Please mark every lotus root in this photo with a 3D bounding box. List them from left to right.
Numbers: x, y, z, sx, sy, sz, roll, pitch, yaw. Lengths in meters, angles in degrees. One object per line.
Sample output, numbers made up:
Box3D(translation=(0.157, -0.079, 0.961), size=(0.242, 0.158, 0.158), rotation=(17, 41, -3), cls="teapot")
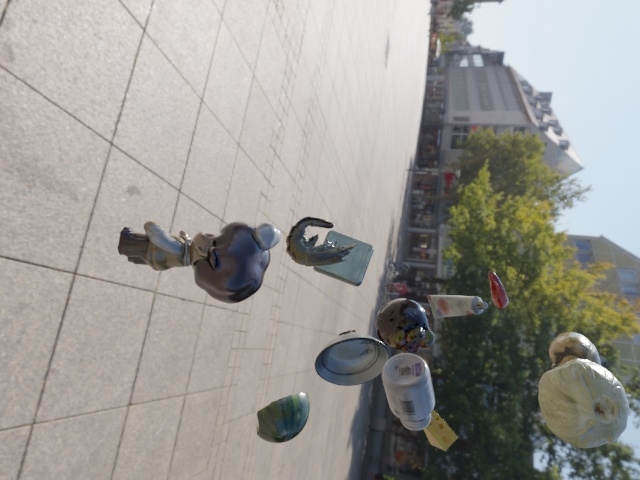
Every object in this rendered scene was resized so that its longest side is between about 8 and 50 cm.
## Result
Box3D(translation=(1.003, 0.452, 1.697), size=(0.310, 0.182, 0.183), rotation=(-5, 100, -62), cls="lotus root")

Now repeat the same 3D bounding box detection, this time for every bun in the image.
Box3D(translation=(0.718, 0.452, 1.163), size=(0.153, 0.243, 0.244), rotation=(-114, -153, -84), cls="bun")

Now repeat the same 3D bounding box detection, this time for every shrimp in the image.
Box3D(translation=(-0.001, 0.000, 1.427), size=(0.058, 0.253, 0.173), rotation=(-16, -94, 64), cls="shrimp")

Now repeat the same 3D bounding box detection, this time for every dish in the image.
Box3D(translation=(0.128, 0.477, 1.801), size=(0.106, 0.316, 0.317), rotation=(-100, -176, -54), cls="dish")

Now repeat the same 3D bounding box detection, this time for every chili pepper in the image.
Box3D(translation=(0.798, 0.238, 1.920), size=(0.063, 0.071, 0.272), rotation=(-43, 126, -14), cls="chili pepper")

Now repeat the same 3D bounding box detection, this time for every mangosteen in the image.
Box3D(translation=(0.300, 0.312, 1.561), size=(0.210, 0.209, 0.210), rotation=(5, 90, -77), cls="mangosteen")

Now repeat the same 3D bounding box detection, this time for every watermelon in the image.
Box3D(translation=(-0.182, 0.933, 2.202), size=(0.331, 0.330, 0.189), rotation=(67, 1, -64), cls="watermelon")

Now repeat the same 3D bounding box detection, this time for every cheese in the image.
Box3D(translation=(0.526, 0.862, 1.980), size=(0.093, 0.171, 0.126), rotation=(-37, -177, -20), cls="cheese")

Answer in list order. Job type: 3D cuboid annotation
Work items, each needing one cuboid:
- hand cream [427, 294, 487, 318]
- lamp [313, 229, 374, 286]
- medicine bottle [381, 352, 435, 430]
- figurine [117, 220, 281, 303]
Box3D(translation=(0.633, 0.307, 2.003), size=(0.077, 0.340, 0.124), rotation=(-19, 91, -32), cls="hand cream")
Box3D(translation=(0.125, 0.090, 2.252), size=(0.047, 0.266, 0.269), rotation=(103, 10, -54), cls="lamp")
Box3D(translation=(0.259, 0.445, 1.237), size=(0.135, 0.135, 0.215), rotation=(-67, 146, -54), cls="medicine bottle")
Box3D(translation=(-0.299, 0.023, 1.089), size=(0.218, 0.364, 0.206), rotation=(99, 14, -55), cls="figurine")
